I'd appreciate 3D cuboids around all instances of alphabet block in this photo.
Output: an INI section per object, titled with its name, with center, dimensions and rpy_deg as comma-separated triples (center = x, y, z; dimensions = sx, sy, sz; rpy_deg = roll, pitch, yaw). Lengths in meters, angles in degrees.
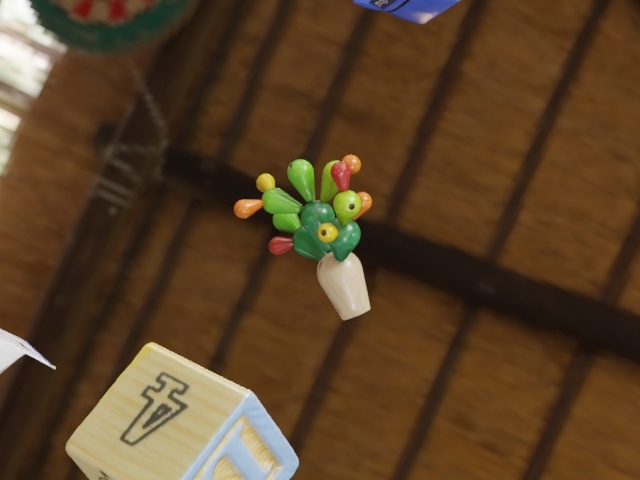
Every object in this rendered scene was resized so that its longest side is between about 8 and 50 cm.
[alphabet block]
center = -0.181, 0.284, 2.453
dimensions = 0.197, 0.192, 0.193
rpy_deg = 22, -117, 38

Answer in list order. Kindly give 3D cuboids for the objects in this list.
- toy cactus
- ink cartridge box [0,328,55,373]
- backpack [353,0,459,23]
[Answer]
[toy cactus]
center = 0.000, 0.000, 2.001
dimensions = 0.112, 0.180, 0.219
rpy_deg = -24, -176, -32
[ink cartridge box]
center = -0.502, 0.091, 2.327
dimensions = 0.065, 0.332, 0.165
rpy_deg = -60, -156, -4
[backpack]
center = 0.056, -0.225, 1.394
dimensions = 0.098, 0.120, 0.101
rpy_deg = -34, -133, 50
